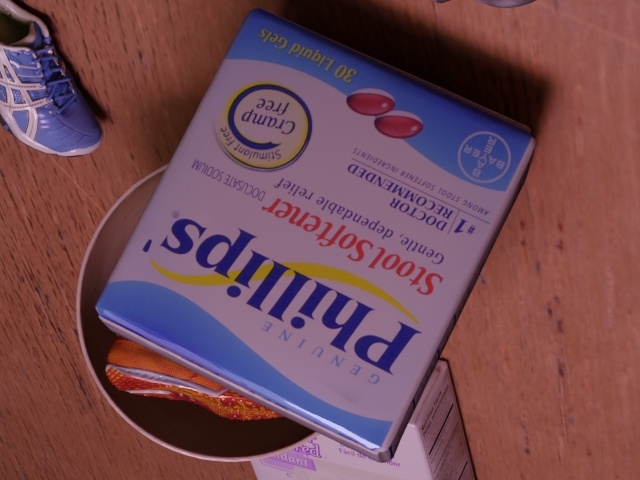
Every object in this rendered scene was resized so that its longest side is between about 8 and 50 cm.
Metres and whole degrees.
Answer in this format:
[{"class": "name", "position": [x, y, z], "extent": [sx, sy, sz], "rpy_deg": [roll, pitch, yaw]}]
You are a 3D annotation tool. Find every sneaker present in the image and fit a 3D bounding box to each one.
[{"class": "sneaker", "position": [-0.101, 0.115, 1.442], "extent": [0.175, 0.067, 0.064], "rpy_deg": [18, 154, -8]}, {"class": "sneaker", "position": [-0.285, -0.163, 1.570], "extent": [0.211, 0.080, 0.081], "rpy_deg": [47, 145, -23]}]

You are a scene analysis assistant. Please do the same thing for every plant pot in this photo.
[{"class": "plant pot", "position": [-0.079, 0.060, 1.566], "extent": [0.284, 0.284, 0.191], "rpy_deg": [30, 180, 1]}]

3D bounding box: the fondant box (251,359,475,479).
[{"class": "fondant box", "position": [0.044, 0.248, 1.814], "extent": [0.238, 0.096, 0.330], "rpy_deg": [11, 139, 26]}]

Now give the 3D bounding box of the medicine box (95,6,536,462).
[{"class": "medicine box", "position": [0.000, 0.000, 1.359], "extent": [0.263, 0.289, 0.149], "rpy_deg": [25, 171, 7]}]

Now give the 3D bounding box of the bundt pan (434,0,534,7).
[{"class": "bundt pan", "position": [0.098, -0.291, 1.102], "extent": [0.330, 0.124, 0.331], "rpy_deg": [20, 142, 16]}]
